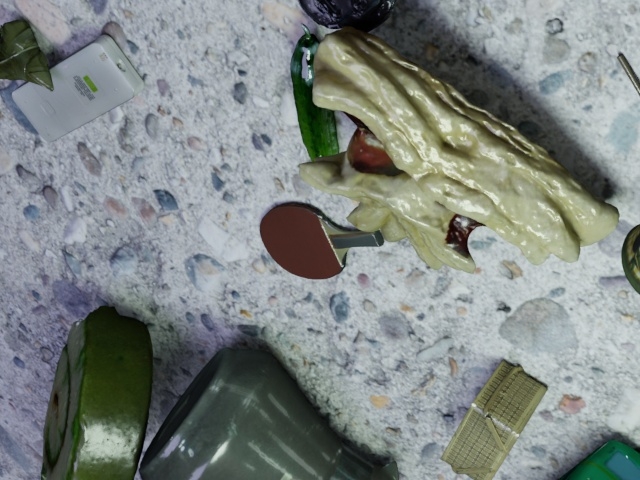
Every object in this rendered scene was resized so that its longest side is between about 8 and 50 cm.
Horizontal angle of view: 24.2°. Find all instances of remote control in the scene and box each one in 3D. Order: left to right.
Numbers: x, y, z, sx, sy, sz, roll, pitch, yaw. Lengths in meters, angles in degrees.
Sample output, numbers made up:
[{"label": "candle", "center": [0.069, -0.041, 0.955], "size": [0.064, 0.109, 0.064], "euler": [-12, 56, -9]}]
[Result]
[{"label": "remote control", "center": [-0.368, -0.225, 2.244], "size": [0.250, 0.034, 0.103], "euler": [-21, 111, 46]}]

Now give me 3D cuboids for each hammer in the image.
[{"label": "hammer", "center": [0.375, -0.169, 1.745], "size": [0.035, 0.019, 0.110], "euler": [-21, 109, 45]}]

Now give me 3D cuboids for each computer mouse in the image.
[{"label": "computer mouse", "center": [0.055, -0.342, 1.790], "size": [0.146, 0.077, 0.241], "euler": [48, 135, -9]}]

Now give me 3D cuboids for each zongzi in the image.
[{"label": "zongzi", "center": [-0.459, -0.243, 2.259], "size": [0.130, 0.062, 0.154], "euler": [58, 140, 9]}]

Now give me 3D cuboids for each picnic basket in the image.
[{"label": "picnic basket", "center": [0.249, 0.264, 2.143], "size": [0.079, 0.115, 0.164], "euler": [33, 138, 11]}]

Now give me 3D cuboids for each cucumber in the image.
[{"label": "cucumber", "center": [-0.009, -0.188, 1.992], "size": [0.056, 0.056, 0.250], "euler": [16, 135, 26]}]

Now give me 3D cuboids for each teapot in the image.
[{"label": "teapot", "center": [-0.097, 0.396, 2.366], "size": [0.361, 0.305, 0.376], "euler": [37, 102, -6]}]

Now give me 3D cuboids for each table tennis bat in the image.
[{"label": "table tennis bat", "center": [0.000, 0.000, 2.175], "size": [0.220, 0.019, 0.130], "euler": [-4, 122, 41]}]

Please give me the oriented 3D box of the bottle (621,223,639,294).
[{"label": "bottle", "center": [0.451, -0.041, 1.707], "size": [0.156, 0.143, 0.271], "euler": [14, 141, -9]}]

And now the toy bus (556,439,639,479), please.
[{"label": "toy bus", "center": [0.366, 0.436, 2.140], "size": [0.183, 0.199, 0.343], "euler": [42, 139, 3]}]

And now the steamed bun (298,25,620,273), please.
[{"label": "steamed bun", "center": [0.129, -0.080, 1.864], "size": [0.428, 0.189, 0.247], "euler": [34, 176, -13]}]

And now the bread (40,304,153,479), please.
[{"label": "bread", "center": [-0.384, 0.295, 2.503], "size": [0.129, 0.382, 0.366], "euler": [10, -175, -17]}]
